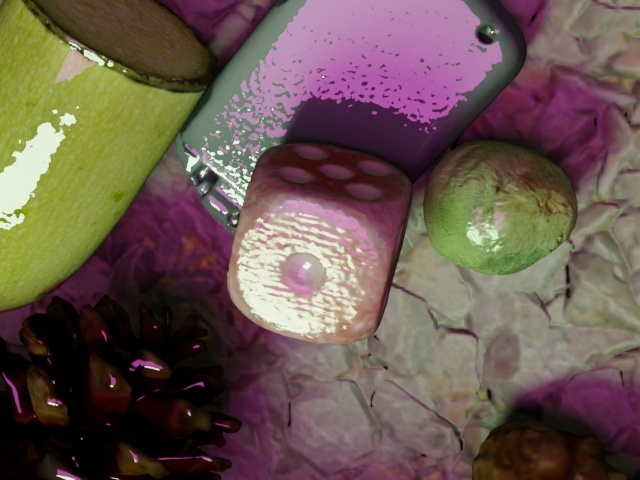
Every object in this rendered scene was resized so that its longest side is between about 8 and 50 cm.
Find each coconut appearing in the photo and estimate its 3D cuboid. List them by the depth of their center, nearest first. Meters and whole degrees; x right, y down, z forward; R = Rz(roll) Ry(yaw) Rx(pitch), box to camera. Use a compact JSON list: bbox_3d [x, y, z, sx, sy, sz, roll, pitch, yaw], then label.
[{"bbox_3d":[0.106,-0.020,0.689,0.088,0.096,0.088,-2,98,-18],"label":"coconut"}]

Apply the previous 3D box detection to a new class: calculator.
[{"bbox_3d":[0.015,-0.089,0.700,0.141,0.045,0.246,39,116,-6],"label":"calculator"}]

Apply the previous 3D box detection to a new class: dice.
[{"bbox_3d":[0.000,0.000,0.666,0.094,0.091,0.093,16,115,6],"label":"dice"}]

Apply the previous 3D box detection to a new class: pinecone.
[{"bbox_3d":[-0.181,0.158,0.740,0.246,0.246,0.292,41,88,-6],"label":"pinecone"}]

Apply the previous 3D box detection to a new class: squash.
[{"bbox_3d":[-0.182,-0.044,0.720,0.132,0.132,0.247,35,117,-3],"label":"squash"}]

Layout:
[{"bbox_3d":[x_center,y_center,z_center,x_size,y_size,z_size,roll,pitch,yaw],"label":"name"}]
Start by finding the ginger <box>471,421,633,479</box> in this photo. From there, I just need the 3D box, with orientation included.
[{"bbox_3d":[0.204,0.270,0.747,0.165,0.172,0.321,-26,105,-20],"label":"ginger"}]
